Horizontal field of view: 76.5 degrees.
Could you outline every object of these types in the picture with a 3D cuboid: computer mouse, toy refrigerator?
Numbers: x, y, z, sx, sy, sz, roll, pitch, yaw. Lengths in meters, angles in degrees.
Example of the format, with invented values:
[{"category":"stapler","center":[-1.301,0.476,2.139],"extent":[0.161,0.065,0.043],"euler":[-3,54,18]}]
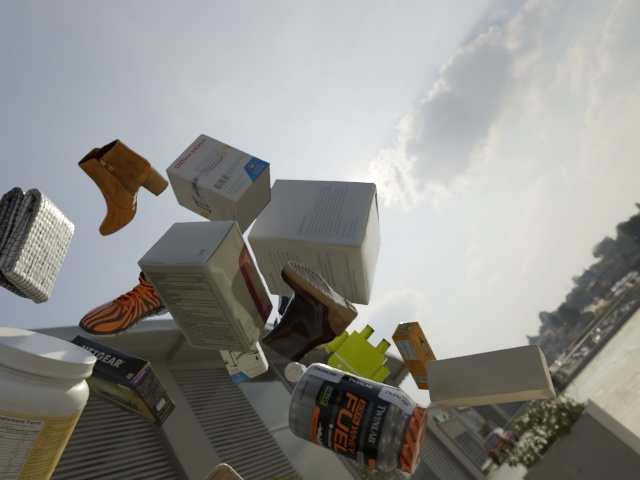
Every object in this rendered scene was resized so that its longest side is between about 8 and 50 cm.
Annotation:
[{"category":"computer mouse","center":[-0.169,0.309,1.872],"extent":[0.060,0.262,0.184],"euler":[10,-41,-13]},{"category":"toy refrigerator","center":[0.407,0.338,0.991],"extent":[0.270,0.102,0.094],"euler":[-20,-42,28]}]

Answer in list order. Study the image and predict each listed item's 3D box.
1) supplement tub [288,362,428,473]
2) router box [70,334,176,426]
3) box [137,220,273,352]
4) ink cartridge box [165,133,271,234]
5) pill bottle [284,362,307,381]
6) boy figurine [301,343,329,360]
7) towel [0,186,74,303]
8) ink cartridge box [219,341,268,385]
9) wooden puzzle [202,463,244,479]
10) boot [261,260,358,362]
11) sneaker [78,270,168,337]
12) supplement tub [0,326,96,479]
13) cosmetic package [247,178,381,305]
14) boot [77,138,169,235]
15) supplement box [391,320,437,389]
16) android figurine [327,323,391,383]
[{"category":"supplement tub","center":[0.095,0.444,1.020],"extent":[0.193,0.316,0.193],"euler":[-35,-50,-57]},{"category":"router box","center":[-0.632,0.439,1.273],"extent":[0.081,0.309,0.243],"euler":[-56,-33,-44]},{"category":"box","center":[-0.207,0.090,0.781],"extent":[0.127,0.149,0.232],"euler":[-65,-32,-47]},{"category":"ink cartridge box","center":[-0.287,-0.162,1.181],"extent":[0.171,0.233,0.168],"euler":[-57,-14,-31]},{"category":"pill bottle","center":[-0.083,0.480,1.468],"extent":[0.067,0.067,0.120],"euler":[-44,-23,-7]},{"category":"boy figurine","center":[-0.001,0.471,1.883],"extent":[0.285,0.092,0.177],"euler":[-29,-58,31]},{"category":"towel","center":[-0.856,0.019,1.187],"extent":[0.121,0.283,0.235],"euler":[5,-27,-6]},{"category":"ink cartridge box","center":[-0.325,0.467,1.683],"extent":[0.148,0.203,0.086],"euler":[-24,1,-3]},{"category":"wooden puzzle","center":[-0.293,0.918,1.303],"extent":[0.322,0.348,0.080],"euler":[-47,2,6]},{"category":"boot","center":[-0.055,0.170,0.896],"extent":[0.207,0.090,0.248],"euler":[-39,-55,13]},{"category":"sneaker","center":[-0.557,0.159,1.216],"extent":[0.180,0.125,0.321],"euler":[-64,-15,21]},{"category":"supplement tub","center":[-0.614,0.360,0.782],"extent":[0.241,0.241,0.331],"euler":[42,-115,-57]},{"category":"cosmetic package","center":[0.000,0.000,1.498],"extent":[0.329,0.394,0.327],"euler":[78,-157,-46]},{"category":"boot","center":[-0.626,-0.157,1.202],"extent":[0.295,0.104,0.211],"euler":[-36,-46,11]},{"category":"supplement box","center":[0.323,0.382,1.343],"extent":[0.078,0.080,0.233],"euler":[-44,-67,-46]},{"category":"android figurine","center":[0.140,0.465,1.571],"extent":[0.273,0.248,0.056],"euler":[-45,-21,-9]}]
